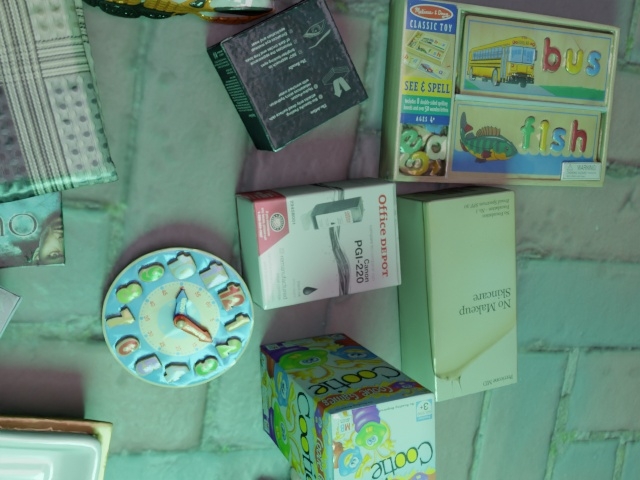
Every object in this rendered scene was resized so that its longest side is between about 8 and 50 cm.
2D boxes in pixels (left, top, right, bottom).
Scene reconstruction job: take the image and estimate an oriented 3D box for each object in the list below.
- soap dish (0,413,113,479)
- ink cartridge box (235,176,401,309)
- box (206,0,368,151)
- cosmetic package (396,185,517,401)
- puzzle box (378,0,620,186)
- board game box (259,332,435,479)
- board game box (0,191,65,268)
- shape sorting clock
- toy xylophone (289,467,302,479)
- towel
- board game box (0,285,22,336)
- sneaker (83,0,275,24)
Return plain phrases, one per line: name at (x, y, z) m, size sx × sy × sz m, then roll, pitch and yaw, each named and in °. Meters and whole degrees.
soap dish at (-0.406, 0.353, 0.891) m, size 0.229 × 0.118 × 0.290 m, roll 10°, pitch 95°, yaw -23°
ink cartridge box at (0.000, 0.000, 1.014) m, size 0.218 × 0.092 × 0.158 m, roll -9°, pitch 103°, yaw -22°
box at (-0.045, -0.225, 0.956) m, size 0.156 × 0.093 × 0.158 m, roll -31°, pitch 108°, yaw -15°
cosmetic package at (0.213, 0.076, 1.102) m, size 0.160 × 0.113 × 0.309 m, roll -9°, pitch 101°, yaw -21°
puzzle box at (0.292, -0.225, 1.117) m, size 0.409 × 0.052 × 0.272 m, roll -1°, pitch 98°, yaw -22°
board game box at (0.027, 0.238, 0.963) m, size 0.144 × 0.275 × 0.142 m, roll -6°, pitch 101°, yaw -22°
board game box at (-0.418, -0.025, 0.874) m, size 0.186 × 0.026 × 0.126 m, roll -4°, pitch 100°, yaw -22°
shape sorting clock at (-0.194, 0.109, 0.970) m, size 0.206 × 0.040 × 0.206 m, roll -3°, pitch 103°, yaw -14°
toy xylophone at (-0.071, 0.502, 1.072) m, size 0.236 × 0.081 × 0.322 m, roll 35°, pitch 85°, yaw -23°
towel at (-0.406, -0.194, 0.756) m, size 0.312 × 0.056 × 0.324 m, roll -13°, pitch 102°, yaw -17°
board game box at (-0.527, 0.125, 0.714) m, size 0.318 × 0.066 × 0.318 m, roll 35°, pitch 51°, yaw -26°
sneaker at (-0.187, -0.347, 0.888) m, size 0.263 × 0.099 × 0.121 m, roll -4°, pitch 93°, yaw -29°
